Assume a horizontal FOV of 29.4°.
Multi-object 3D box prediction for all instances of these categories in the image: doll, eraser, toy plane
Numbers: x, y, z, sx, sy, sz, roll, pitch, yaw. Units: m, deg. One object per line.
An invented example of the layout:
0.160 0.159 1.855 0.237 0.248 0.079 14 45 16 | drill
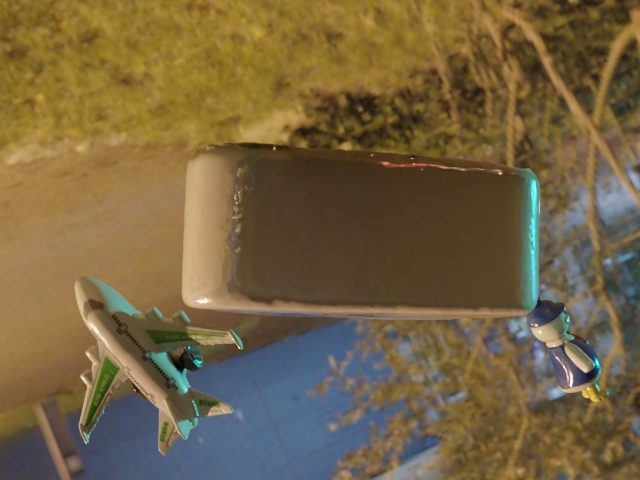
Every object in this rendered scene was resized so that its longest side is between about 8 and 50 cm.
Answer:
0.273 0.119 1.369 0.058 0.143 0.099 -35 -171 -9 | doll
0.000 0.000 1.138 0.331 0.150 0.331 4 174 0 | eraser
-0.229 0.147 1.560 0.251 0.255 0.101 -33 -171 14 | toy plane
